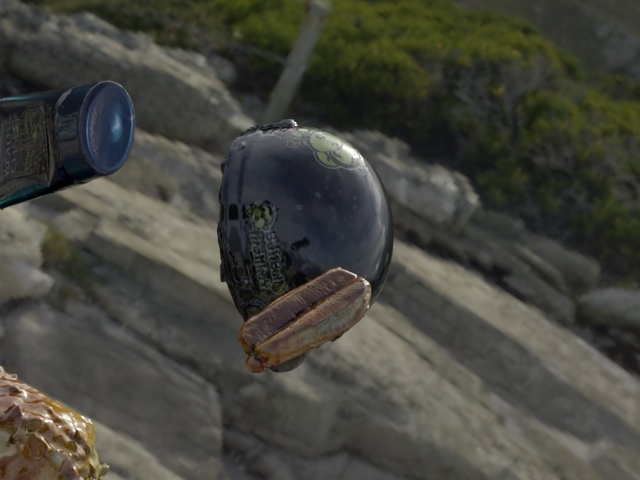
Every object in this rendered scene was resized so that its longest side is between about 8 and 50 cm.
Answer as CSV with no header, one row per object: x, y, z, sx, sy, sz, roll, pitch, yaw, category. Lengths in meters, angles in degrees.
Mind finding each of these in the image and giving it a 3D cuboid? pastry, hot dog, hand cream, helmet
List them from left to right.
-0.470,0.316,1.683,0.405,0.292,0.337,20,40,36,pastry
-0.263,-0.092,1.322,0.061,0.120,0.270,7,-7,-34,hand cream
-0.013,0.070,1.188,0.062,0.038,0.144,30,45,33,hot dog
0.000,0.000,1.531,0.230,0.160,0.279,-20,99,-67,helmet
